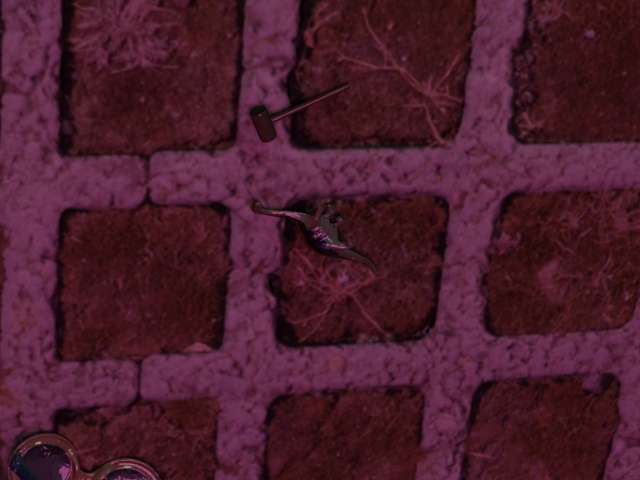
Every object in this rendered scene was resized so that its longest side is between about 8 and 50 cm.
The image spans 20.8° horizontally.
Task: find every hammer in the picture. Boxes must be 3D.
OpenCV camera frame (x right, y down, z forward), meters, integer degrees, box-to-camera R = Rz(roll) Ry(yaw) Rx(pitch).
[{"bbox_3d":[-0.019,-0.141,1.841,0.110,0.019,0.035,-25,121,-8],"label":"hammer"}]

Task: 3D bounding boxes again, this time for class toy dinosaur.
[{"bbox_3d":[0.009,-0.009,1.907,0.180,0.037,0.058,35,128,-21],"label":"toy dinosaur"}]

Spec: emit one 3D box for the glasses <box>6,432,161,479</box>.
[{"bbox_3d":[-0.227,0.261,1.905,0.190,0.220,0.088,21,71,-23],"label":"glasses"}]
